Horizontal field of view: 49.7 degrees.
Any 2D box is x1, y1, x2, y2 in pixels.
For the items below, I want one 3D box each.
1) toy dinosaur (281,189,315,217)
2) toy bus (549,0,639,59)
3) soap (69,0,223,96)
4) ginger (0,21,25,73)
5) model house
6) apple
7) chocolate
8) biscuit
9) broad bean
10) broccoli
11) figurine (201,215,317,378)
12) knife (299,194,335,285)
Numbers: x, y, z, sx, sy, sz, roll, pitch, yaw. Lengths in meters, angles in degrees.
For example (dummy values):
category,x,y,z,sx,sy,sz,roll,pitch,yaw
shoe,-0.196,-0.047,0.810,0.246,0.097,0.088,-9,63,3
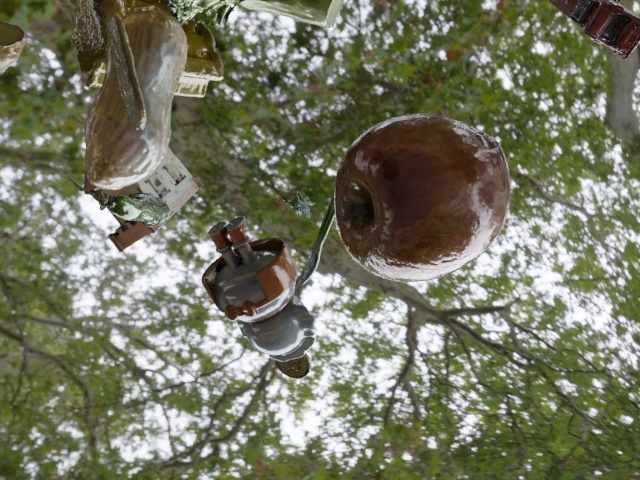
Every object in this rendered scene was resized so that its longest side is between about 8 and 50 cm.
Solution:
category,x,y,z,sx,sy,sz,roll,pitch,yaw
toy dinosaur,-0.035,-0.067,1.371,0.029,0.120,0.060,-41,-107,15
toy bus,0.454,-0.373,1.137,0.234,0.097,0.073,-87,-160,-59
soap,-0.370,-0.440,1.458,0.143,0.281,0.259,-34,-113,43
ginger,-0.778,-0.382,1.470,0.354,0.190,0.126,-14,-137,20
model house,-0.448,-0.142,1.636,0.169,0.244,0.326,-27,-164,22
apple,0.121,-0.051,0.852,0.211,0.188,0.211,12,-76,59
chocolate,-0.293,-0.226,1.105,0.134,0.134,0.309,9,-101,34
biscuit,-0.242,-0.208,0.862,0.071,0.018,0.147,-18,-94,64
broad bean,-0.339,-0.067,1.279,0.098,0.318,0.056,40,-89,11
broccoli,-0.141,-0.500,1.345,0.362,0.252,0.221,11,-106,30
figurine,-0.085,0.094,1.018,0.143,0.143,0.271,-12,-81,28
knife,0.000,0.000,1.268,0.022,0.026,0.184,26,-81,33
